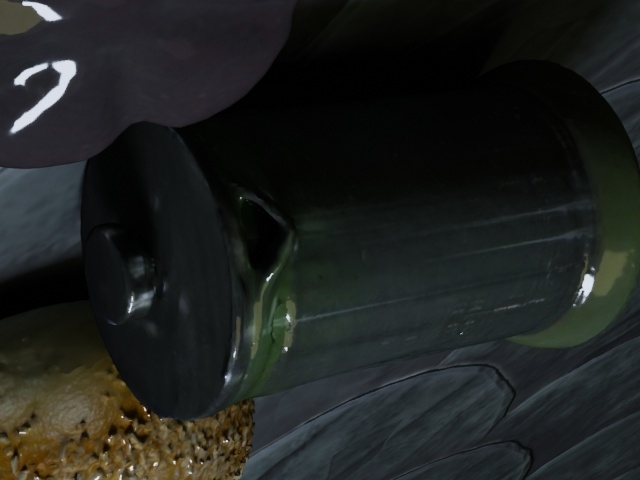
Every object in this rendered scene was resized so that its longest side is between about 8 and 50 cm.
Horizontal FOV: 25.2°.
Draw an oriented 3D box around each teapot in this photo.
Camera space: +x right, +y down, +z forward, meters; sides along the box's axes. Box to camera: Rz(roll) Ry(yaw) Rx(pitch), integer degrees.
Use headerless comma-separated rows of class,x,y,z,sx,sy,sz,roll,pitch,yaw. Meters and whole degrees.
teapot,0.000,0.000,0.915,0.337,0.200,0.270,-9,180,-34

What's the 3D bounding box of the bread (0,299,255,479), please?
bread,-0.176,0.160,1.014,0.305,0.159,0.305,-24,152,-14

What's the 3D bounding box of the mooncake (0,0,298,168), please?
mooncake,-0.102,-0.142,0.600,0.244,0.133,0.245,-18,150,-11
